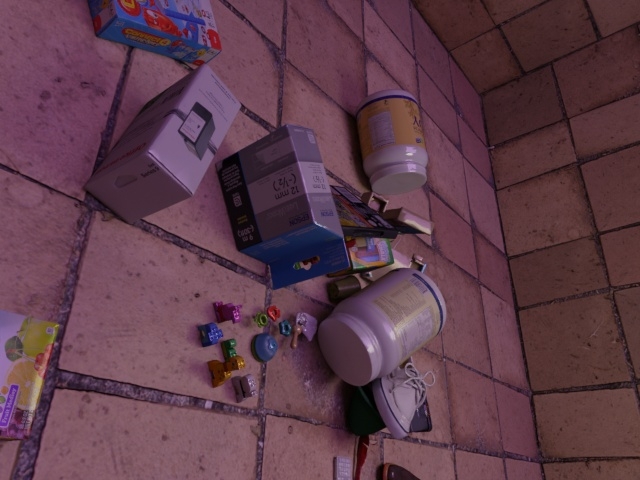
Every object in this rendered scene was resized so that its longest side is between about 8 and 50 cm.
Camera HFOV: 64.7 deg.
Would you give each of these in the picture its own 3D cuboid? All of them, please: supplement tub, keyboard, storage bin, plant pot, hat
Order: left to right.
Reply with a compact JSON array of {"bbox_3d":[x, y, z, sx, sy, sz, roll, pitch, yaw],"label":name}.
[{"bbox_3d":[0.066,0.146,1.509,0.079,0.083,0.084,0,74,-42],"label":"plant pot"},{"bbox_3d":[0.059,0.690,1.286,0.072,0.014,0.256,31,51,-44],"label":"keyboard"},{"bbox_3d":[0.090,0.518,1.409,0.173,0.183,0.208,49,2,-26],"label":"hat"},{"bbox_3d":[0.174,0.237,1.422,0.324,0.235,0.236,-26,96,-37],"label":"supplement tub"},{"bbox_3d":[0.266,-0.360,1.877,0.241,0.240,0.332,15,62,-50],"label":"supplement tub"},{"bbox_3d":[0.294,0.552,1.618,0.091,0.098,0.135,3,72,-43],"label":"storage bin"}]

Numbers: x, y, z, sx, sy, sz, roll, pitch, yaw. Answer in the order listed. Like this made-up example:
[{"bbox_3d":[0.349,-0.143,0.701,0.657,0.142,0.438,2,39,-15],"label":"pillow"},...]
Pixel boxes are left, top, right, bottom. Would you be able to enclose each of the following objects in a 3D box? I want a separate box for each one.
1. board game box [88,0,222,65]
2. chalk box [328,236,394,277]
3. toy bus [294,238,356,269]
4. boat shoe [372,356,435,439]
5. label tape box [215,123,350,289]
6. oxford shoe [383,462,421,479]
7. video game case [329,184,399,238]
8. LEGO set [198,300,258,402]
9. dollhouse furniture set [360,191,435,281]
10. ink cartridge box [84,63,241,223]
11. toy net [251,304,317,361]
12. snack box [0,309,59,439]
[{"bbox_3d":[-0.404,-0.604,1.200,0.301,0.086,0.309,-7,80,-55],"label":"board game box"},{"bbox_3d":[0.131,0.029,1.544,0.212,0.132,0.132,-5,78,-33],"label":"chalk box"},{"bbox_3d":[-0.008,0.003,1.366,0.191,0.202,0.105,-27,96,-61],"label":"toy bus"},{"bbox_3d":[0.246,0.409,1.438,0.136,0.156,0.367,56,12,-6],"label":"boat shoe"},{"bbox_3d":[-0.096,-0.068,1.225,0.115,0.249,0.348,-5,78,-55],"label":"label tape box"},{"bbox_3d":[0.278,0.730,1.495,0.271,0.098,0.097,46,42,-32],"label":"oxford shoe"},{"bbox_3d":[0.054,-0.091,1.451,0.248,0.035,0.275,3,30,-42],"label":"video game case"},{"bbox_3d":[-0.190,0.241,1.085,0.087,0.093,0.228,-9,82,-55],"label":"LEGO set"},{"bbox_3d":[0.203,0.033,1.757,0.286,0.198,0.304,25,83,-16],"label":"dollhouse furniture set"},{"bbox_3d":[-0.312,-0.194,1.024,0.121,0.211,0.289,47,42,-33],"label":"ink cartridge box"},{"bbox_3d":[-0.091,0.220,1.281,0.232,0.045,0.122,-10,81,-57],"label":"toy net"},{"bbox_3d":[-0.500,0.180,0.706,0.207,0.070,0.175,28,53,-43],"label":"snack box"}]
